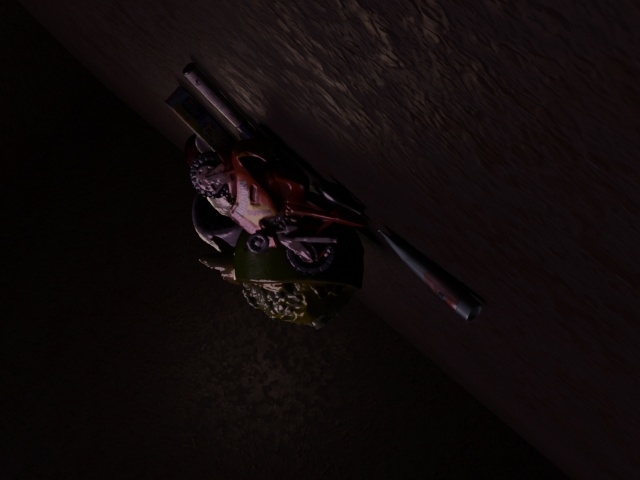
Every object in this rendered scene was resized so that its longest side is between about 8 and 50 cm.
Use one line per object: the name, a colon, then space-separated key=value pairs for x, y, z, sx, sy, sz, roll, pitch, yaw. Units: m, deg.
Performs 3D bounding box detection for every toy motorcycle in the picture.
toy motorcycle: x=-0.077 y=-0.070 z=1.386 sx=0.298 sy=0.171 sz=0.089 roll=37 pitch=-160 yaw=-4

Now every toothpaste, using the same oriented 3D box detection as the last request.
toothpaste: x=0.164 y=0.049 z=1.267 sx=0.205 sy=0.036 sz=0.056 roll=43 pitch=179 yaw=34
toothpaste: x=-0.267 y=-0.249 z=1.807 sx=0.044 sy=0.070 sz=0.193 roll=40 pitch=176 yaw=42

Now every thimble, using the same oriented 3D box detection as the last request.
thimble: x=-0.206 y=-0.071 z=2.106 sx=0.157 sy=0.217 sz=0.245 roll=46 pitch=-173 yaw=-46

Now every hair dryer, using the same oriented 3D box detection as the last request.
hair dryer: x=0.034 y=-0.070 z=1.310 sx=0.079 sy=0.031 sz=0.083 roll=33 pitch=-170 yaw=-4

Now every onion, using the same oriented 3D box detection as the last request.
onion: x=-0.277 y=-0.215 z=2.006 sx=0.118 sy=0.118 sz=0.117 roll=43 pitch=-170 yaw=-25

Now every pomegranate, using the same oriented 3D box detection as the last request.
pomegranate: x=-0.070 y=0.037 z=1.585 sx=0.340 sy=0.260 sz=0.260 roll=5 pitch=160 yaw=23

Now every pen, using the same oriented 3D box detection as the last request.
pen: x=-0.162 y=-0.227 z=1.401 sx=0.025 sy=0.025 sz=0.204 roll=37 pitch=174 yaw=47

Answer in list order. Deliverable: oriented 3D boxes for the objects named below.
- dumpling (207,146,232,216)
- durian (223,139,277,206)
dumpling: x=-0.168 y=-0.109 z=1.776 sx=0.193 sy=0.147 sz=0.258 roll=54 pitch=147 yaw=-14
durian: x=-0.140 y=-0.106 z=1.505 sx=0.188 sy=0.091 sz=0.148 roll=-8 pitch=-122 yaw=-52
